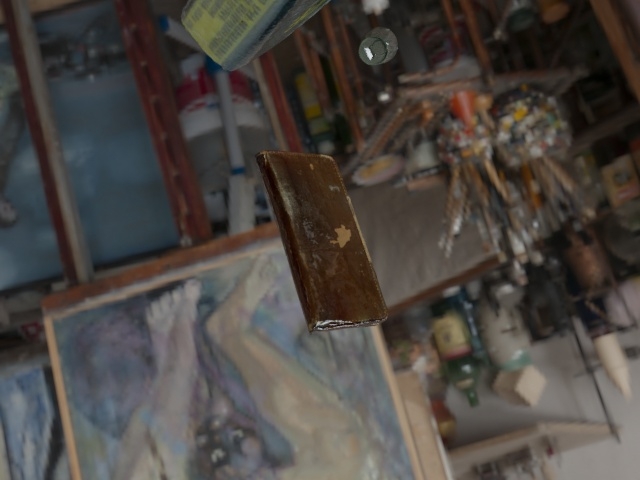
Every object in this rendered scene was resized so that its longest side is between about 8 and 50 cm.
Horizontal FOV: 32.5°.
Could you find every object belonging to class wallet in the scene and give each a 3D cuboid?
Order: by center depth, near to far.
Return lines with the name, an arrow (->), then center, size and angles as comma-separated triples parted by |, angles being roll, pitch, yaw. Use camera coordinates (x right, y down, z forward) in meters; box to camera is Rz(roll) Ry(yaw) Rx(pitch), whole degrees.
wallet -> 0.000, 0.000, 0.995 | 0.095, 0.176, 0.026 | -2, 152, -39

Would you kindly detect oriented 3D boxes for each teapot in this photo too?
teapot -> 0.062, -0.214, 1.213 | 0.042, 0.043, 0.111 | -18, -171, 11

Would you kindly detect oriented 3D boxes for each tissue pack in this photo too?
tissue pack -> 0.005, -0.243, 0.850 | 0.185, 0.081, 0.257 | -43, -173, -23
